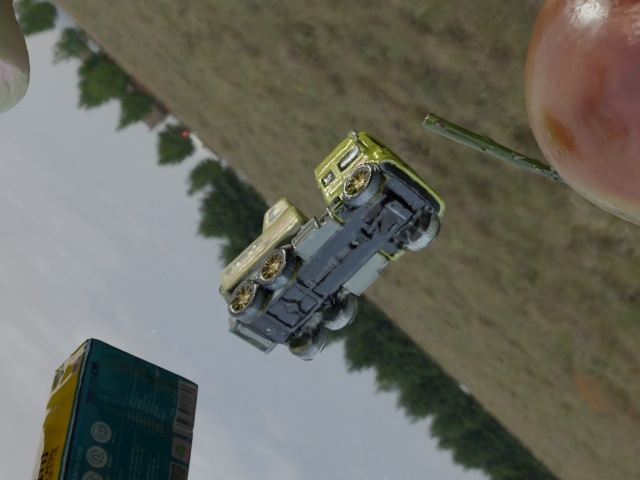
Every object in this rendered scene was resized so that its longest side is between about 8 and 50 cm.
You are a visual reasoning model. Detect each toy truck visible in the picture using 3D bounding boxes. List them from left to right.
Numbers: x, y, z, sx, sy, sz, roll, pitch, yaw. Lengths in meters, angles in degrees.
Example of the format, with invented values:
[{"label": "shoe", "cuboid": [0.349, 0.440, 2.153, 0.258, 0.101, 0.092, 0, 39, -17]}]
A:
[{"label": "toy truck", "cuboid": [0.000, 0.000, 1.125, 0.124, 0.272, 0.157, 35, -163, -33]}]

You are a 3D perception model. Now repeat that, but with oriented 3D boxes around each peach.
[{"label": "peach", "cuboid": [0.336, -0.163, 0.907, 0.308, 0.307, 0.332, 43, -151, -27]}]

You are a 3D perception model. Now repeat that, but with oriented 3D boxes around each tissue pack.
[{"label": "tissue pack", "cuboid": [-0.177, 0.186, 0.832, 0.120, 0.082, 0.169, 29, -137, -29]}]

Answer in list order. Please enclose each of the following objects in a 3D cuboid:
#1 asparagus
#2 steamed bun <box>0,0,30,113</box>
[{"label": "asparagus", "cuboid": [0.253, -0.116, 1.323, 0.248, 0.024, 0.025, 23, 164, 8]}, {"label": "steamed bun", "cuboid": [-0.367, -0.180, 0.810, 0.152, 0.238, 0.170, 133, 127, -64]}]
